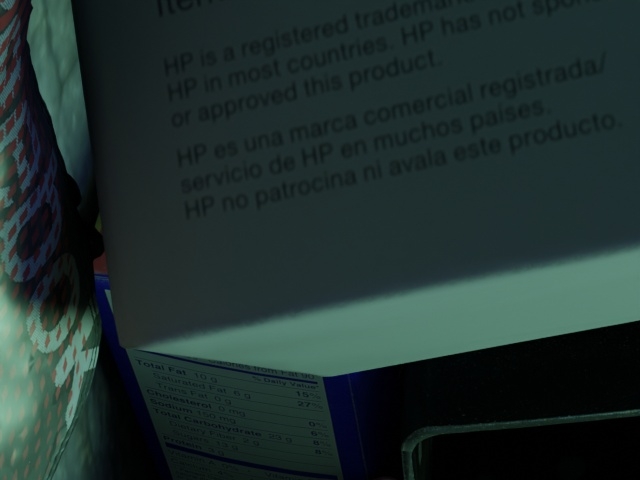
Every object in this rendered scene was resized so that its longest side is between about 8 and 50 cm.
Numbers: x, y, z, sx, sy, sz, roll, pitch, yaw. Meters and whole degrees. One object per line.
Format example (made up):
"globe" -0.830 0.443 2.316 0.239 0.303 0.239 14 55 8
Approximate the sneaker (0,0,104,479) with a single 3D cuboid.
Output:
"sneaker" -0.110 -0.015 0.459 0.135 0.097 0.276 -48 145 -69

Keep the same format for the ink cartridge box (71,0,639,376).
"ink cartridge box" 0.076 -0.181 0.521 0.166 0.285 0.395 20 60 -71

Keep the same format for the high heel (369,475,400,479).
"high heel" -0.046 0.156 0.729 0.244 0.082 0.117 3 116 -54

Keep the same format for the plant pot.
"plant pot" 0.125 0.071 0.834 0.188 0.187 0.167 83 1 -46

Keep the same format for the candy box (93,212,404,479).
"candy box" 0.000 0.000 0.908 0.317 0.122 0.268 81 20 -55
